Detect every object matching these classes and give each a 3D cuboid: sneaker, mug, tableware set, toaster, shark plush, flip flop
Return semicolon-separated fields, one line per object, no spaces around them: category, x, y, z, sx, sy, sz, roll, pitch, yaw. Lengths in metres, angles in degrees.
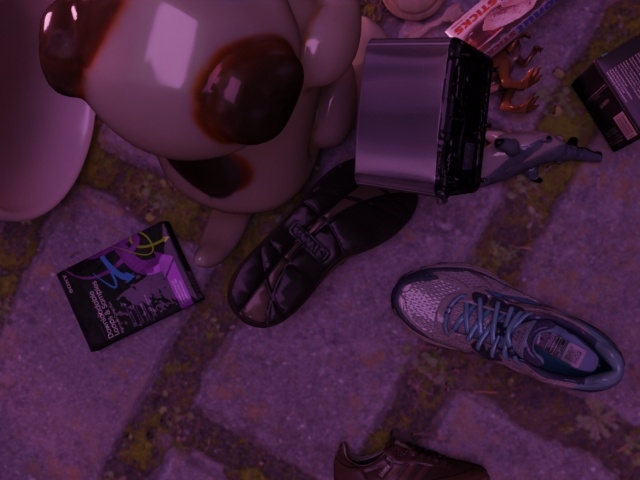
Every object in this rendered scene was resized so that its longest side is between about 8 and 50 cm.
sneaker;0.108;0.275;0.922;0.188;0.066;0.071;-7;87;6
mug;-0.477;-0.228;0.897;0.328;0.276;0.374;9;96;12
tableware set;0.166;-0.345;0.948;0.194;0.039;0.128;-25;97;11
toaster;0.118;-0.132;0.838;0.110;0.186;0.168;7;99;24
shark plush;0.261;-0.102;0.938;0.161;0.073;0.067;-6;108;-14
flip flop;0.000;0.000;0.929;0.277;0.080;0.112;-43;93;-12
sneaker;0.221;0.097;0.885;0.283;0.122;0.110;18;90;7

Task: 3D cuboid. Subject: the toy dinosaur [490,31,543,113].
toy dinosaur;0.210;-0.195;0.937;0.112;0.064;0.211;40;93;36

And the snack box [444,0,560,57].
snack box;0.238;-0.285;0.904;0.178;0.022;0.064;-39;57;12

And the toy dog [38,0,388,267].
toy dog;-0.118;-0.176;0.789;0.285;0.408;0.395;27;91;7

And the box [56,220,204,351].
box;-0.248;0.060;0.988;0.162;0.029;0.116;-26;86;6

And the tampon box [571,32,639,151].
tampon box;0.397;-0.192;0.874;0.161;0.120;0.101;-30;85;5
